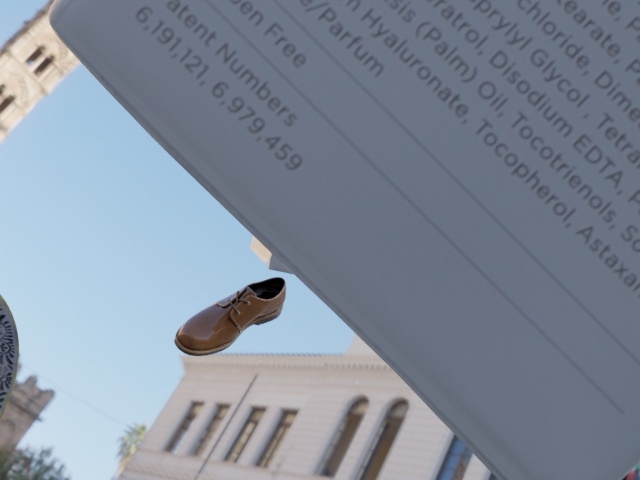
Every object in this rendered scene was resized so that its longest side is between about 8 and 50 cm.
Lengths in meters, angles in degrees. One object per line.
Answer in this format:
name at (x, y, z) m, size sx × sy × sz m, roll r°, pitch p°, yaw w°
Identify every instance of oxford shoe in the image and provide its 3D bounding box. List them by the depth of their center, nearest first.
oxford shoe at (-0.136, 0.108, 1.273) m, size 0.076 × 0.212 × 0.076 m, roll 42°, pitch -45°, yaw 20°

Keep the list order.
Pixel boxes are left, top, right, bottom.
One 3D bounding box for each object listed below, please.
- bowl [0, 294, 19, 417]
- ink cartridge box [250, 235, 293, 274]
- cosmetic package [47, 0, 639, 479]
bowl at (-0.267, 0.076, 0.469) m, size 0.080 × 0.170 × 0.170 m, roll 24°, pitch -30°, yaw 30°
ink cartridge box at (0.000, 0.000, 0.757) m, size 0.180 × 0.060 × 0.104 m, roll 13°, pitch 6°, yaw -16°
cosmetic package at (0.128, -0.123, 0.501) m, size 0.327 × 0.393 × 0.329 m, roll 45°, pitch 2°, yaw -1°
